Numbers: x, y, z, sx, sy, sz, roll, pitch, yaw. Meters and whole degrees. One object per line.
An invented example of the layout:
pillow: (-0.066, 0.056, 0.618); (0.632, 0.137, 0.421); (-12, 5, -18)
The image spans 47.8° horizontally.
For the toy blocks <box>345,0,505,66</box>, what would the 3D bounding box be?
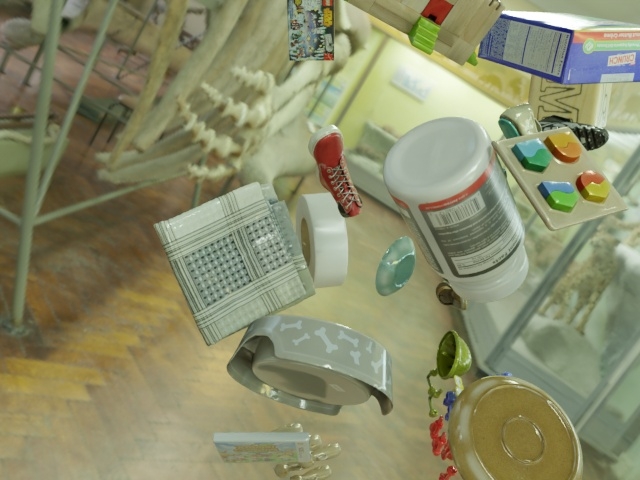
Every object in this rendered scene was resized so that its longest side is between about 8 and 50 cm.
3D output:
toy blocks: (0.234, -0.531, 1.420); (0.381, 0.261, 0.191); (22, 34, -21)

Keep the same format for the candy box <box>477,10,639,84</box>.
candy box: (0.557, -0.438, 1.620); (0.268, 0.122, 0.317); (-6, 26, -22)

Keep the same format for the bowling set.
bowling set: (-0.062, 0.660, 2.081); (0.154, 0.200, 0.287); (-10, 4, -30)

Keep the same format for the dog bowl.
dog bowl: (-0.012, 0.259, 1.480); (0.348, 0.102, 0.349); (12, -26, 6)

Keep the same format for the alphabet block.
alphabet block: (0.701, -0.415, 2.025); (0.193, 0.197, 0.192); (12, 17, 30)

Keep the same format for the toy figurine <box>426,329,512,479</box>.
toy figurine: (0.363, 0.374, 1.555); (0.217, 0.191, 0.363); (11, 32, -3)

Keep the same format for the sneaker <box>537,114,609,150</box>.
sneaker: (0.614, -0.278, 1.834); (0.234, 0.106, 0.078); (2, -48, 36)

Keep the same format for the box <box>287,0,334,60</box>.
box: (-0.018, -0.429, 1.449); (0.093, 0.137, 0.027); (0, 37, 2)

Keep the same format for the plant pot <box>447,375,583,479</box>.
plant pot: (0.318, 0.321, 1.151); (0.236, 0.032, 0.236); (9, 56, -13)

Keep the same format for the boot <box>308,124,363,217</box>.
boot: (0.048, -0.155, 1.729); (0.176, 0.088, 0.244); (61, -7, 23)

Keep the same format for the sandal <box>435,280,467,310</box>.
sandal: (0.369, 0.163, 2.093); (0.049, 0.072, 0.180); (-11, 11, -12)

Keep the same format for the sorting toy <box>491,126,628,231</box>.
sorting toy: (0.420, -0.116, 1.254); (0.208, 0.038, 0.193); (-12, 61, -29)

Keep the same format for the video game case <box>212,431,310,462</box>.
video game case: (-0.130, 0.477, 1.659); (0.212, 0.193, 0.023); (0, 59, 1)

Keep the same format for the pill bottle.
pill bottle: (0.280, -0.047, 1.424); (0.210, 0.210, 0.363); (47, -7, 48)

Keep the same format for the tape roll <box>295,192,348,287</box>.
tape roll: (0.000, 0.000, 2.153); (0.100, 0.286, 0.286); (-6, 24, -12)

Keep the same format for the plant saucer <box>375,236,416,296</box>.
plant saucer: (0.238, 0.085, 2.165); (0.037, 0.195, 0.195); (26, 7, 33)

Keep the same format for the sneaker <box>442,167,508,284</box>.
sneaker: (0.364, -0.037, 1.705); (0.125, 0.140, 0.341); (13, 50, 19)

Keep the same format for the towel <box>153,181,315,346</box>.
towel: (-0.183, 0.044, 1.687); (0.056, 0.324, 0.312); (-15, -81, 59)

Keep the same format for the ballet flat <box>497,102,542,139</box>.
ballet flat: (0.473, -0.199, 1.611); (0.248, 0.086, 0.086); (59, -4, -33)
